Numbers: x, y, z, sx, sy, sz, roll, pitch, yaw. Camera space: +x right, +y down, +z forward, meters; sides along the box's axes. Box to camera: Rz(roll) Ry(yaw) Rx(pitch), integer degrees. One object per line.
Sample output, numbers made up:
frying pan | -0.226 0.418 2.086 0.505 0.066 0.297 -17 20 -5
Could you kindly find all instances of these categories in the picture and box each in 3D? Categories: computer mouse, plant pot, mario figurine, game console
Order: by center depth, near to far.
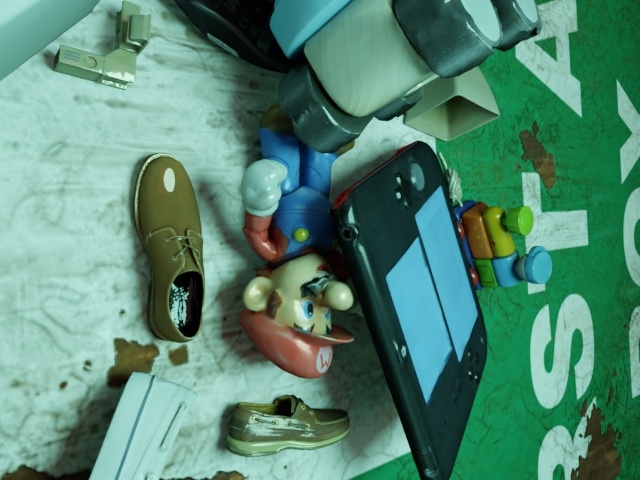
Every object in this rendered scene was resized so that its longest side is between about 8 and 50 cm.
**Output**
mario figurine | 0.000 0.000 0.600 0.197 0.170 0.321 3 80 -11
computer mouse | -0.113 -0.318 0.604 0.261 0.060 0.184 22 72 -28
game console | 0.149 0.072 0.701 0.342 0.060 0.387 -43 116 -59
plant pot | 0.209 -0.237 0.814 0.109 0.109 0.097 12 70 -36

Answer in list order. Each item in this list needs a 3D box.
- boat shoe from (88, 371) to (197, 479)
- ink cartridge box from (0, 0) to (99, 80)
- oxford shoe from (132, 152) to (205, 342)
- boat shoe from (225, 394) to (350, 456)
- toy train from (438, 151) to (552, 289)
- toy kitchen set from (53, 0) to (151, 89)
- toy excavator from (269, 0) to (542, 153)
boat shoe | -0.176 0.250 0.463 0.084 0.095 0.258 17 56 -12
ink cartridge box | -0.335 -0.296 0.317 0.385 0.160 0.279 45 41 -27
oxford shoe | -0.154 0.007 0.550 0.076 0.076 0.213 -8 92 -35
boat shoe | -0.033 0.229 0.640 0.177 0.064 0.060 7 87 -34
toy train | 0.283 -0.037 0.833 0.105 0.143 0.248 -30 106 -34
toy kitchen set | -0.219 -0.210 0.509 0.075 0.068 0.084 6 85 -36
toy excavator | 0.062 -0.388 0.599 0.433 0.222 0.446 -38 101 -47
